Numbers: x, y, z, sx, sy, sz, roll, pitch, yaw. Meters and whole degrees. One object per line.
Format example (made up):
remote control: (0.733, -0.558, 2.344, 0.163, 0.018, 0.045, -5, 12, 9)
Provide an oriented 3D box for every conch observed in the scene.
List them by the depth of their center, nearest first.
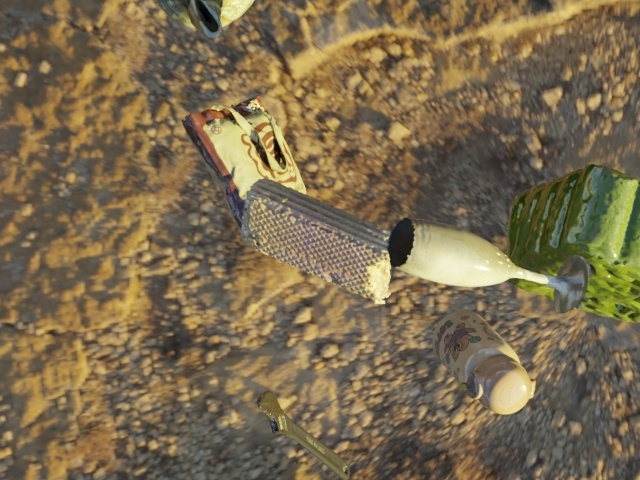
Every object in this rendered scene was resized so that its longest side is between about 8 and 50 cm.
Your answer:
conch: (-0.153, -0.392, 1.608, 0.169, 0.386, 0.203, -20, 121, -17)

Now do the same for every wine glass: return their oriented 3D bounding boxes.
wine glass: (0.164, 0.022, 1.089, 0.198, 0.066, 0.066, 14, 90, -21)

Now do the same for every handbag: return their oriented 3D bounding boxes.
handbag: (-0.118, -0.123, 1.888, 0.127, 0.213, 0.235, -28, 90, 34)

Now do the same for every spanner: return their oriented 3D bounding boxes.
spanner: (-0.018, 0.237, 1.337, 0.012, 0.208, 0.046, -20, 48, 24)

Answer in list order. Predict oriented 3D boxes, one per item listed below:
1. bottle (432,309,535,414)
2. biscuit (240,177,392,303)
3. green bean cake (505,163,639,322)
bottle: (0.243, 0.188, 1.698, 0.110, 0.209, 0.097, 0, 109, -15)
biscuit: (0.000, 0.000, 1.600, 0.238, 0.062, 0.108, 24, 135, 12)
green bean cake: (0.340, 0.013, 1.285, 0.222, 0.248, 0.125, 20, 79, -15)
